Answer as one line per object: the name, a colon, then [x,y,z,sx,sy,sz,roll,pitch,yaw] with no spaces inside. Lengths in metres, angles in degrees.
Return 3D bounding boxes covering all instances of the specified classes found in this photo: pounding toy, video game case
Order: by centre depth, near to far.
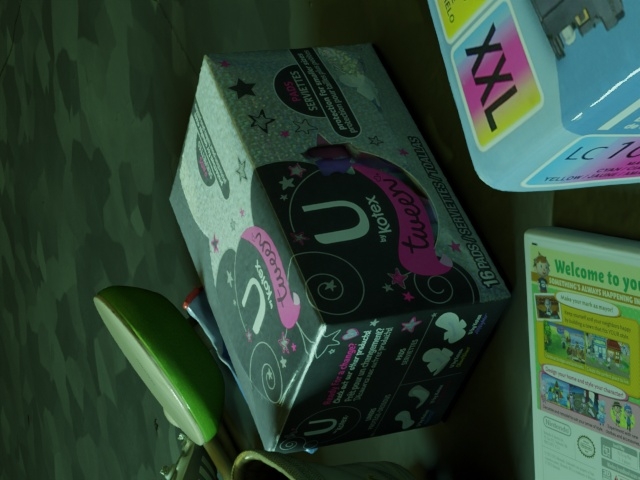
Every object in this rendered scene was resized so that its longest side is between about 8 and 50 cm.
video game case: [0.180,0.098,0.695,0.212,0.023,0.193,-165,69,-65]
pounding toy: [-0.120,0.118,1.301,0.183,0.110,0.236,38,158,48]

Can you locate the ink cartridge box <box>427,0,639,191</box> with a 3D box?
ink cartridge box: [0.175,-0.212,0.467,0.395,0.151,0.269,-40,61,60]

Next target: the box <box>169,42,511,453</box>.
box: [0.000,0.000,0.916,0.163,0.142,0.247,110,143,-47]

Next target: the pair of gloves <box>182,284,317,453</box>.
pair of gloves: [-0.042,0.084,1.032,0.159,0.023,0.198,53,-166,-6]

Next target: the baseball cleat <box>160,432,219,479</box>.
baseball cleat: [-0.119,0.286,1.352,0.072,0.109,0.206,-58,12,29]

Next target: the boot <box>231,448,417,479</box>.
boot: [0.043,0.220,0.839,0.077,0.165,0.213,-52,51,13]
